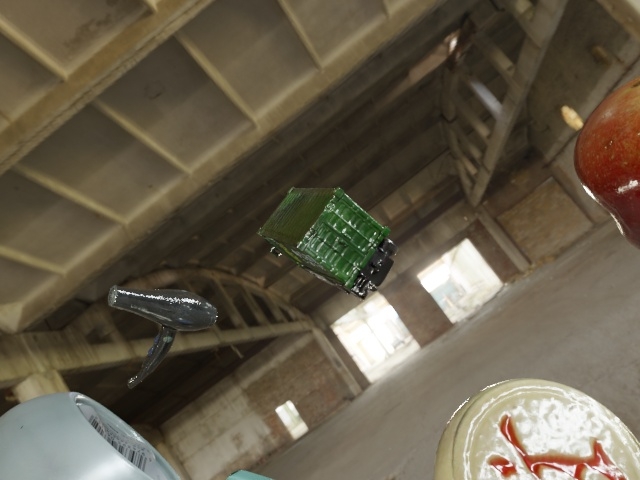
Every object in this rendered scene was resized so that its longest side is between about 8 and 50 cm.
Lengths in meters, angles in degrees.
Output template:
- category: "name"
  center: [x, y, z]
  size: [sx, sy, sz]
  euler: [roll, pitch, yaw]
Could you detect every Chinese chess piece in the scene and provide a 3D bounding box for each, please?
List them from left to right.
- category: "Chinese chess piece"
  center: [0.256, 0.287, 0.645]
  size: [0.249, 0.250, 0.103]
  euler: [-31, -31, -21]

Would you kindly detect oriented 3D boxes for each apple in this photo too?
- category: "apple"
  center: [0.634, -0.134, 0.998]
  size: [0.277, 0.349, 0.348]
  euler: [-41, -13, 29]

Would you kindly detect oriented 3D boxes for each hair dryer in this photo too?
- category: "hair dryer"
  center: [-0.308, 0.179, 0.987]
  size: [0.195, 0.075, 0.219]
  euler: [18, -71, -39]

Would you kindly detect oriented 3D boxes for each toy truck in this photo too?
- category: "toy truck"
  center: [0.000, 0.000, 0.705]
  size: [0.088, 0.121, 0.259]
  euler: [-54, 18, -7]

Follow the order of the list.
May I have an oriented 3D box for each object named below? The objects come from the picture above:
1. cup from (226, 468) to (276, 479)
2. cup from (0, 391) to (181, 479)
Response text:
- category: "cup"
  center: [-0.060, 0.482, 0.949]
  size: [0.134, 0.235, 0.148]
  euler: [40, -113, -71]
- category: "cup"
  center: [-0.272, 0.292, 0.455]
  size: [0.312, 0.205, 0.205]
  euler: [-49, -8, -16]
